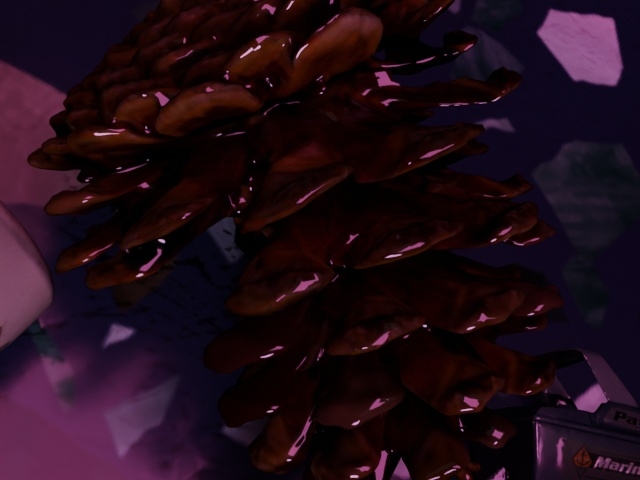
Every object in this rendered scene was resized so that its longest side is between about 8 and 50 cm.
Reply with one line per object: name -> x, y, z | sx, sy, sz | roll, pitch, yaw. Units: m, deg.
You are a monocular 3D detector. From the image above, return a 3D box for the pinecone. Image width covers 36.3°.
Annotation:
pinecone -> -0.001, 0.000, 0.486 | 0.246, 0.246, 0.292 | -28, 96, -24

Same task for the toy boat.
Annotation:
toy boat -> 0.206, 0.130, 0.571 | 0.246, 0.093, 0.103 | 13, 75, -12

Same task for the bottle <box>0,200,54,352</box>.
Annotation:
bottle -> -0.248, 0.069, 0.435 | 0.120, 0.120, 0.253 | 44, 66, 1
